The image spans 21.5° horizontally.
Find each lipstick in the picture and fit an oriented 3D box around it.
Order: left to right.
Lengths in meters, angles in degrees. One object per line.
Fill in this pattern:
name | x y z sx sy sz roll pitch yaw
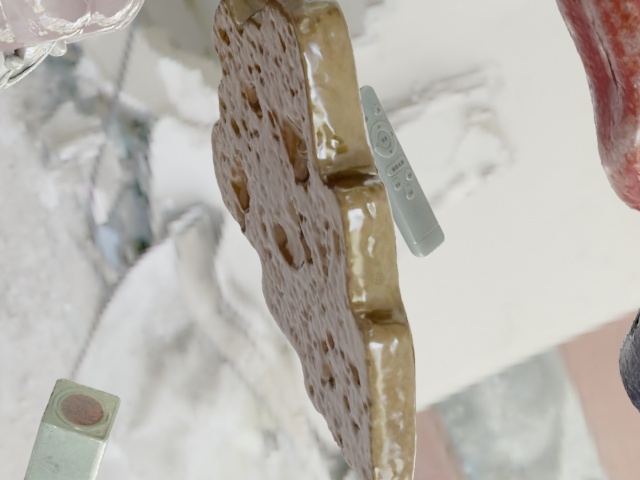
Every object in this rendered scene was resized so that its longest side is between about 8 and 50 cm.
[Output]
lipstick | -0.119 0.119 0.749 0.030 0.030 0.129 -77 -174 -52

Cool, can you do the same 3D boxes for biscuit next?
biscuit | 0.001 0.000 0.952 0.278 0.043 0.301 141 -66 -73

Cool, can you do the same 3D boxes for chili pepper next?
chili pepper | 0.232 -0.141 1.203 0.136 0.144 0.252 -21 105 -44

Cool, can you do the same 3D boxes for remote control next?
remote control | 0.072 -0.069 1.719 0.050 0.027 0.184 -39 108 -47

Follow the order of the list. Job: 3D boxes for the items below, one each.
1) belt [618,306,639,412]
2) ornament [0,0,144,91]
belt | 0.351 0.100 1.290 0.139 0.230 0.126 -60 171 -32
ornament | -0.190 -0.175 1.040 0.177 0.177 0.177 -14 90 -73
